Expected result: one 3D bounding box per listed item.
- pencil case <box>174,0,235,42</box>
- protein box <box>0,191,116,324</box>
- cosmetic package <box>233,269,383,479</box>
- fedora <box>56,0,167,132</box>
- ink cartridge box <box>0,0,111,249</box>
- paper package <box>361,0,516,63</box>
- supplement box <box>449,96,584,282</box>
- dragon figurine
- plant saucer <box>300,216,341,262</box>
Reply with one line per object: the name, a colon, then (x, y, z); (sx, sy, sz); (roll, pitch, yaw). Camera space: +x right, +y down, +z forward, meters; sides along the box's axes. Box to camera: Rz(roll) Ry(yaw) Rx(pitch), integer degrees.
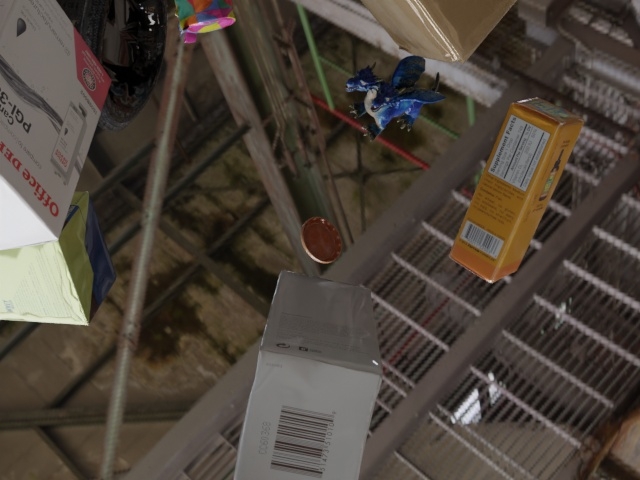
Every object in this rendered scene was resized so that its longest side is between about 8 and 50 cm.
pencil case: (-0.217, -0.455, 1.476); (0.104, 0.104, 0.236); (-12, -84, 6)
protein box: (-0.501, 0.028, 1.585); (0.201, 0.199, 0.136); (2, -142, 13)
cosmetic package: (-0.014, 0.196, 1.229); (0.156, 0.385, 0.217); (11, -76, 0)
fedora: (-0.367, -0.338, 1.445); (0.153, 0.334, 0.334); (13, -118, 7)
ink cartridge box: (-0.381, -0.157, 1.088); (0.117, 0.207, 0.283); (-8, -128, 18)
paper package: (0.141, -0.437, 1.075); (0.309, 0.325, 0.168); (-50, -143, -2)
supplement box: (0.252, -0.065, 1.159); (0.080, 0.233, 0.078); (35, -150, 27)
dragon figurine: (0.144, -0.244, 1.460); (0.289, 0.144, 0.085); (-20, -102, -37)
plant saucer: (0.000, 0.000, 1.530); (0.013, 0.083, 0.083); (-30, -138, 48)
